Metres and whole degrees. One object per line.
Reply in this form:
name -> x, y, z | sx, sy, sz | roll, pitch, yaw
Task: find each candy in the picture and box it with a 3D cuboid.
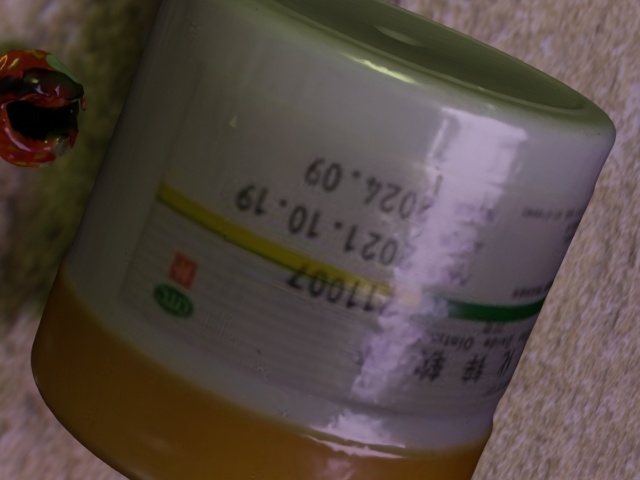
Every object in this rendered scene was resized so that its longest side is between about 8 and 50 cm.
candy -> -0.181, -0.066, 0.680 | 0.184, 0.049, 0.056 | 4, 83, -46

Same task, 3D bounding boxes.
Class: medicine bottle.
medicine bottle -> 0.000, 0.000, 0.786 | 0.238, 0.238, 0.232 | -1, 118, -53
